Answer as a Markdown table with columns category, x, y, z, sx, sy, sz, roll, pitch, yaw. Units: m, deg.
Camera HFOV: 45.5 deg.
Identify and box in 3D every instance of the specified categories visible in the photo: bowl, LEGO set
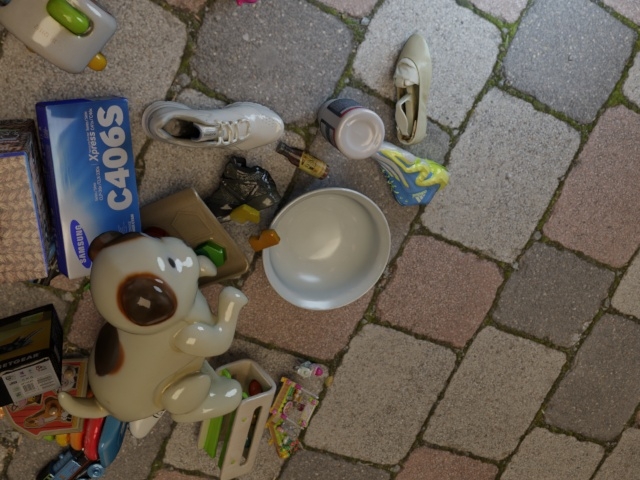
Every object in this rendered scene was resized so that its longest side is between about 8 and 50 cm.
| category | x | y | z | sx | sy | sz | roll | pitch | yaw |
| --- | --- | --- | --- | --- | --- | --- | --- | --- | --- |
| bowl | 0.000 | 0.000 | 1.744 | 0.298 | 0.134 | 0.297 | -6 | 114 | -15 |
| LEGO set | -0.061 | 0.448 | 1.899 | 0.132 | 0.107 | 0.286 | -11 | 120 | -57 |

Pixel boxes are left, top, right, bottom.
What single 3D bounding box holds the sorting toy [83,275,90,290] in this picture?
| category | x | y | z | sx | sy | sz | roll | pitch | yaw |
| --- | --- | --- | --- | --- | --- | --- | --- | --- | --- |
| sorting toy | -0.487 | 0.086 | 1.693 | 0.062 | 0.012 | 0.083 | 36 | 97 | -27 |

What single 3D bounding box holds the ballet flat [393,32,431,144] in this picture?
| category | x | y | z | sx | sy | sz | roll | pitch | yaw |
| --- | --- | --- | --- | --- | --- | --- | --- | --- | --- |
| ballet flat | 0.198 | -0.329 | 1.694 | 0.086 | 0.086 | 0.248 | -10 | 114 | -14 |

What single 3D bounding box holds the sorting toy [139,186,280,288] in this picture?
| category | x | y | z | sx | sy | sz | roll | pitch | yaw |
| --- | --- | --- | --- | --- | --- | --- | --- | --- | --- |
| sorting toy | -0.255 | -0.003 | 1.633 | 0.307 | 0.041 | 0.229 | -19 | 119 | 26 |

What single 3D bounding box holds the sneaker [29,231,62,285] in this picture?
| category | x | y | z | sx | sy | sz | roll | pitch | yaw |
| --- | --- | --- | --- | --- | --- | --- | --- | --- | --- |
| sneaker | -0.546 | 0.023 | 1.628 | 0.188 | 0.067 | 0.078 | -45 | 139 | 2 |

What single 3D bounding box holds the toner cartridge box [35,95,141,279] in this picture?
| category | x | y | z | sx | sy | sz | roll | pitch | yaw |
| --- | --- | --- | --- | --- | --- | --- | --- | --- | --- |
| toner cartridge box | -0.460 | -0.109 | 1.540 | 0.165 | 0.075 | 0.347 | -13 | 110 | -32 |

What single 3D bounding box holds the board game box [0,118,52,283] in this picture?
| category | x | y | z | sx | sy | sz | roll | pitch | yaw |
| --- | --- | --- | --- | --- | --- | --- | --- | --- | --- |
| board game box | -0.599 | -0.081 | 1.432 | 0.141 | 0.291 | 0.232 | -8 | 114 | -14 |

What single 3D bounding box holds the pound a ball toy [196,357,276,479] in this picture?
| category | x | y | z | sx | sy | sz | roll | pitch | yaw |
| --- | --- | --- | --- | --- | --- | --- | --- | --- | --- |
| pound a ball toy | -0.210 | 0.386 | 1.841 | 0.136 | 0.208 | 0.319 | -11 | 130 | -38 |

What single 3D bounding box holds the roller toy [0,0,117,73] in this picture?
| category | x | y | z | sx | sy | sz | roll | pitch | yaw |
| --- | --- | --- | --- | --- | --- | --- | --- | --- | --- |
| roller toy | -0.486 | -0.403 | 1.394 | 0.191 | 0.209 | 0.146 | 41 | 96 | 8 |

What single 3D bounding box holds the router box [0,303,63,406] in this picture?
| category | x | y | z | sx | sy | sz | roll | pitch | yaw |
| --- | --- | --- | --- | --- | --- | --- | --- | --- | --- |
| router box | -0.693 | 0.259 | 1.570 | 0.309 | 0.243 | 0.081 | -18 | 115 | -11 |

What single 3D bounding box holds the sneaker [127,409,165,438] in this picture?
| category | x | y | z | sx | sy | sz | roll | pitch | yaw |
| --- | --- | --- | --- | --- | --- | --- | --- | --- | --- |
| sneaker | -0.362 | 0.353 | 1.764 | 0.237 | 0.086 | 0.085 | -59 | 140 | -11 |

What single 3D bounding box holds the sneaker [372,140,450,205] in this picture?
| category | x | y | z | sx | sy | sz | roll | pitch | yaw |
| --- | --- | --- | --- | --- | --- | --- | --- | --- | --- |
| sneaker | 0.186 | -0.146 | 1.768 | 0.240 | 0.091 | 0.126 | 20 | 105 | -25 |

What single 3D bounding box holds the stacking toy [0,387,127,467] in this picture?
| category | x | y | z | sx | sy | sz | roll | pitch | yaw |
| --- | --- | --- | --- | --- | --- | --- | --- | --- | --- |
| stacking toy | -0.594 | 0.394 | 1.721 | 0.302 | 0.175 | 0.165 | 11 | 146 | -5 |

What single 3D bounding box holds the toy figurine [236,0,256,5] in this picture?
| category | x | y | z | sx | sy | sz | roll | pitch | yaw |
| --- | --- | --- | --- | --- | --- | --- | --- | --- | --- |
| toy figurine | -0.146 | -0.551 | 1.503 | 0.173 | 0.130 | 0.159 | -37 | 135 | -28 |

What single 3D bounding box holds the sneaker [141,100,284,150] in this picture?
| category | x | y | z | sx | sy | sz | roll | pitch | yaw |
| --- | --- | --- | --- | --- | --- | --- | --- | --- | --- |
| sneaker | -0.216 | -0.227 | 1.586 | 0.297 | 0.129 | 0.110 | -4 | 111 | -18 |

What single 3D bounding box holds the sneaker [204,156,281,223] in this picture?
| category | x | y | z | sx | sy | sz | roll | pitch | yaw |
| --- | --- | --- | --- | --- | --- | --- | --- | --- | --- |
| sneaker | -0.211 | -0.104 | 1.668 | 0.228 | 0.087 | 0.130 | -20 | 94 | 10 |

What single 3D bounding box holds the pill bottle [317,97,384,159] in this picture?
| category | x | y | z | sx | sy | sz | roll | pitch | yaw |
| --- | --- | --- | --- | --- | --- | --- | --- | --- | --- |
| pill bottle | 0.058 | -0.247 | 1.634 | 0.108 | 0.180 | 0.107 | -7 | 114 | -15 |

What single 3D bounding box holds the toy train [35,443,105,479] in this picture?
| category | x | y | z | sx | sy | sz | roll | pitch | yaw |
| --- | --- | --- | --- | --- | --- | --- | --- | --- | --- |
| toy train | -0.591 | 0.550 | 1.817 | 0.184 | 0.080 | 0.105 | -44 | 111 | 4 |

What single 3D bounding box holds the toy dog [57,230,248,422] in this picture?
| category | x | y | z | sx | sy | sz | roll | pitch | yaw |
| --- | --- | --- | --- | --- | --- | --- | --- | --- | --- |
| toy dog | -0.349 | 0.155 | 1.536 | 0.396 | 0.284 | 0.407 | -13 | 134 | -21 |

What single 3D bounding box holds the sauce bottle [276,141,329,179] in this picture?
| category | x | y | z | sx | sy | sz | roll | pitch | yaw |
| --- | --- | --- | --- | --- | --- | --- | --- | --- | --- |
| sauce bottle | -0.040 | -0.179 | 1.709 | 0.128 | 0.042 | 0.042 | 25 | 102 | -26 |

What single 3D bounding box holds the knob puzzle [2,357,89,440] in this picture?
| category | x | y | z | sx | sy | sz | roll | pitch | yaw |
| --- | --- | --- | --- | --- | --- | --- | --- | --- | --- |
| knob puzzle | -0.610 | 0.340 | 1.670 | 0.213 | 0.213 | 0.030 | -22 | 148 | -8 |
